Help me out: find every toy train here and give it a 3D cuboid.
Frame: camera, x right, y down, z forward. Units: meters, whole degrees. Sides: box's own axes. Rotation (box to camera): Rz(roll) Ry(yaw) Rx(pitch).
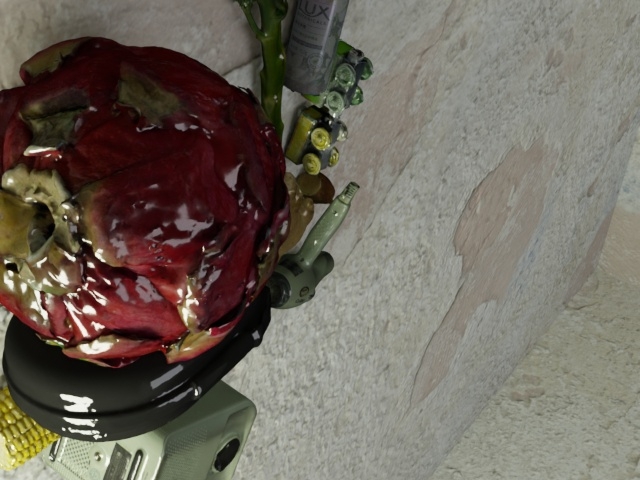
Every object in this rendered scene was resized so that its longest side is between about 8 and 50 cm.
[{"bbox_3d":[0.006,-0.183,1.490,0.060,0.081,0.202,-27,146,-50],"label":"toy train"}]

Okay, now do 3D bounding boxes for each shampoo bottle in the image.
[{"bbox_3d":[0.000,-0.293,1.366,0.072,0.072,0.214,-28,141,-50],"label":"shampoo bottle"}]

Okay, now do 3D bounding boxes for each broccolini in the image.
[{"bbox_3d":[-0.077,-0.225,1.312,0.392,0.074,0.078,94,-7,-46],"label":"broccolini"}]

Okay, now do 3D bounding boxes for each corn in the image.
[{"bbox_3d":[-0.296,0.167,1.266,0.244,0.093,0.093,-44,151,-31],"label":"corn"}]

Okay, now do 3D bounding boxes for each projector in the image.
[{"bbox_3d":[-0.214,0.250,1.414,0.242,0.177,0.163,-13,130,-60],"label":"projector"}]

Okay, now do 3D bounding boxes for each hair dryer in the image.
[{"bbox_3d":[-0.004,0.013,1.666,0.225,0.088,0.219,-52,171,0],"label":"hair dryer"}]

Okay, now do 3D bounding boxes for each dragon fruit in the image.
[{"bbox_3d":[-0.178,-0.033,1.018,0.329,0.329,0.329,-44,151,-32],"label":"dragon fruit"}]

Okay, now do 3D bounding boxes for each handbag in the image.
[{"bbox_3d":[-0.199,0.092,1.181,0.308,0.254,0.093,-42,137,-37],"label":"handbag"}]

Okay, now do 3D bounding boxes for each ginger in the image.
[{"bbox_3d":[-0.082,-0.038,1.487,0.137,0.074,0.213,-60,150,-2],"label":"ginger"}]

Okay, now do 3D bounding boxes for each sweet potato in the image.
[{"bbox_3d":[0.001,-0.072,1.632,0.049,0.049,0.117,-59,156,-4],"label":"sweet potato"}]
